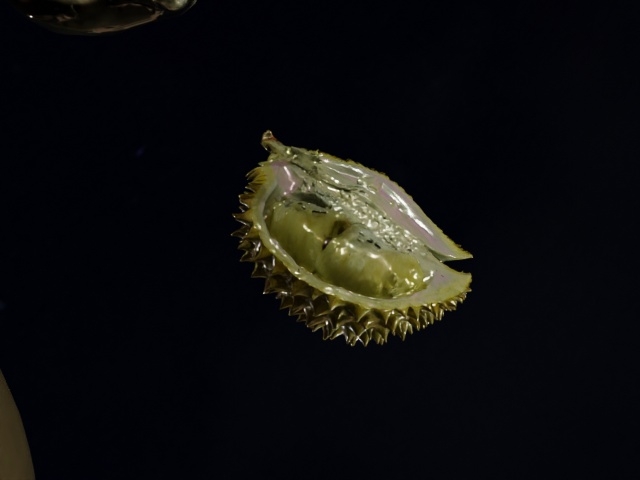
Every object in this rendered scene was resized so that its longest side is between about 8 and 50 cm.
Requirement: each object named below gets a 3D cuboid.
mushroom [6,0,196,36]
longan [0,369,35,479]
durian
[{"bbox_3d":[-0.158,-0.302,1.247,0.248,0.344,0.130,-12,-32,23],"label":"mushroom"},{"bbox_3d":[-0.195,0.112,0.623,0.197,0.196,0.220,8,-100,18],"label":"longan"},{"bbox_3d":[0.000,0.000,1.261,0.208,0.146,0.102,54,-44,31],"label":"durian"}]
